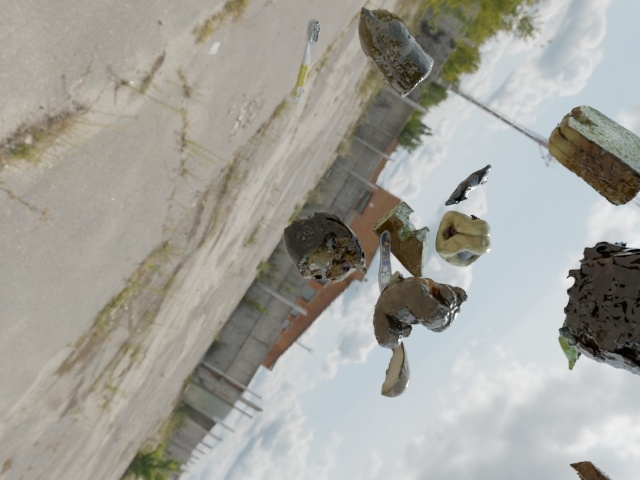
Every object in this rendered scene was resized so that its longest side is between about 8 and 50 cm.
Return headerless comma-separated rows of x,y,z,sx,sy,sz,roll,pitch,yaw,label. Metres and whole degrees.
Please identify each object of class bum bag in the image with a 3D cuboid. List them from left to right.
0.430,-0.156,1.401,0.198,0.049,0.087,-34,160,-33,bum bag

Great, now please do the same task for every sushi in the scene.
0.020,0.031,1.443,0.213,0.204,0.200,-30,155,14,sushi
0.602,0.529,1.070,0.061,0.118,0.060,22,109,-48,sushi
0.711,0.149,1.032,0.294,0.282,0.299,8,-99,66,sushi

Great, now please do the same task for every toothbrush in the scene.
-0.031,-0.335,0.957,0.288,0.021,0.024,132,-47,-77,toothbrush

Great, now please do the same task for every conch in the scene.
0.900,0.361,1.752,0.095,0.200,0.079,-30,-155,-12,conch

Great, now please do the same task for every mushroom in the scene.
0.267,0.446,1.678,0.072,0.094,0.209,-7,-137,35,mushroom

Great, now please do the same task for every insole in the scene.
0.190,0.068,1.441,0.065,0.004,0.197,-5,98,-45,insole

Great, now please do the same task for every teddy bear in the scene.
0.210,0.135,1.010,0.177,0.190,0.140,-41,-128,38,teddy bear

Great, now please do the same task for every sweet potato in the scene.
0.209,-0.555,1.429,0.158,0.370,0.157,-23,-130,31,sweet potato

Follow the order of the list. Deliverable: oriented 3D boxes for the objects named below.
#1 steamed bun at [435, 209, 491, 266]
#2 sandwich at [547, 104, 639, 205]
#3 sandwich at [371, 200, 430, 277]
0.449,-0.008,1.487,0.155,0.141,0.172,-7,-110,66,steamed bun
0.719,-0.235,1.264,0.273,0.249,0.095,-38,164,-45,sandwich
0.280,0.008,1.555,0.128,0.235,0.122,-41,179,29,sandwich
